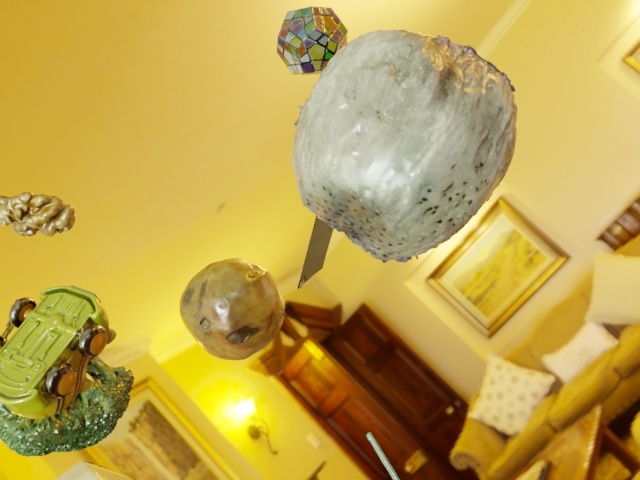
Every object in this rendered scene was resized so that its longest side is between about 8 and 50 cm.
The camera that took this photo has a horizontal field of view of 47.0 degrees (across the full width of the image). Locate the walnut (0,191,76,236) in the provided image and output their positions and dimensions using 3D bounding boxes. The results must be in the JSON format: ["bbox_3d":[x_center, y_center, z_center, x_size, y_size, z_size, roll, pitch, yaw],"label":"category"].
[{"bbox_3d":[-0.586,-0.047,1.507,0.143,0.170,0.069,45,-134,-56],"label":"walnut"}]

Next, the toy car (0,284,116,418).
[{"bbox_3d":[-0.477,0.207,1.312,0.248,0.200,0.142,-55,-31,-29],"label":"toy car"}]

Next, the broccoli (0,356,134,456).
[{"bbox_3d":[-0.547,0.322,1.544,0.307,0.307,0.275,-32,-56,-49],"label":"broccoli"}]

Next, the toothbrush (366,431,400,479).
[{"bbox_3d":[0.111,0.350,1.057,0.014,0.167,0.011,-23,-21,-26],"label":"toothbrush"}]

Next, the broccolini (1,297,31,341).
[{"bbox_3d":[-0.730,0.233,1.710,0.071,0.057,0.254,-34,28,35],"label":"broccolini"}]

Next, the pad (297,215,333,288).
[{"bbox_3d":[0.000,0.000,1.503,0.116,0.004,0.193,-38,-32,-55],"label":"pad"}]

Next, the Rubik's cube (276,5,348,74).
[{"bbox_3d":[-0.012,-0.294,1.092,0.093,0.111,0.111,-35,-14,-15],"label":"Rubik's cube"}]

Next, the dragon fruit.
[{"bbox_3d":[0.109,-0.116,0.933,0.221,0.282,0.204,-63,11,-30],"label":"dragon fruit"}]

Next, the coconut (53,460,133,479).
[{"bbox_3d":[-0.562,0.688,1.778,0.323,0.323,0.323,-44,-12,-11],"label":"coconut"}]

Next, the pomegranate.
[{"bbox_3d":[-0.238,0.182,1.986,0.281,0.281,0.281,-44,-12,-11],"label":"pomegranate"}]
